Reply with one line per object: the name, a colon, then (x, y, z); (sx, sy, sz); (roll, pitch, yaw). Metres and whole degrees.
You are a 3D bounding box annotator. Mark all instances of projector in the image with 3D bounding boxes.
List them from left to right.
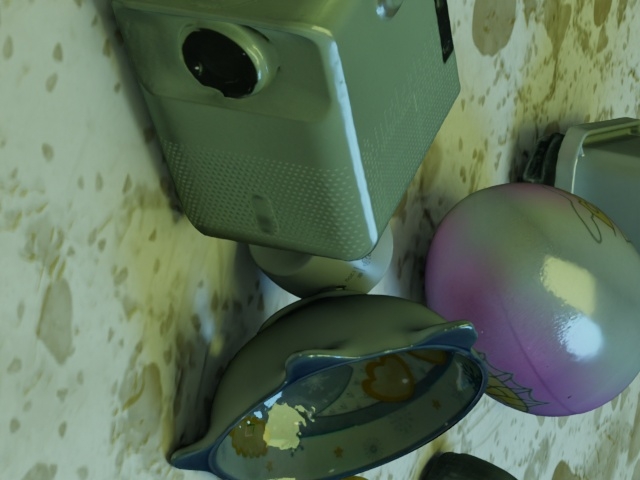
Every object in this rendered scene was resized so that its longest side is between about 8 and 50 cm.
projector: (-0.017, -0.131, 1.129); (0.242, 0.163, 0.177); (77, 32, -45)

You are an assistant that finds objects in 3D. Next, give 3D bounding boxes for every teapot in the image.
teapot: (0.145, 0.272, 1.644); (0.111, 0.108, 0.149); (57, 47, -52)

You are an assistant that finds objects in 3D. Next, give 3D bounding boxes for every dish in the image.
dish: (0.003, 0.088, 1.255); (0.228, 0.236, 0.086); (35, 30, -57)

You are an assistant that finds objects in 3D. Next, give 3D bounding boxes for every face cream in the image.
face cream: (0.000, 0.000, 1.284); (0.095, 0.091, 0.091); (15, 84, -57)

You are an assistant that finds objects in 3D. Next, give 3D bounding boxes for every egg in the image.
egg: (0.189, 0.046, 1.572); (0.271, 0.196, 0.196); (55, 49, -43)

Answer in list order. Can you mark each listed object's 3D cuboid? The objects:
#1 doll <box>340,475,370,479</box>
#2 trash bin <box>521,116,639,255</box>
doll: (-0.015, 0.297, 1.294); (0.177, 0.141, 0.314); (61, 31, -16)
trash bin: (0.389, 0.043, 1.773); (0.256, 0.367, 0.296); (-12, 109, -63)
